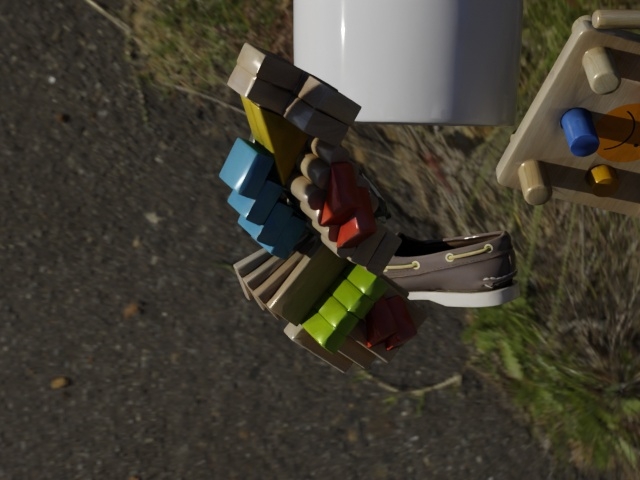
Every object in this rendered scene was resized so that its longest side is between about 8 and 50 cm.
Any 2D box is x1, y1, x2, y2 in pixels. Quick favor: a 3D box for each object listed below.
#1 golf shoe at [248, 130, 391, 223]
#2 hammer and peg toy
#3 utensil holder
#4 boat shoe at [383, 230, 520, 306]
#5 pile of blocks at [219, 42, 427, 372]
[{"bbox_3d":[0.003,-0.074,1.276,0.105,0.273,0.120,-12,76,16],"label":"golf shoe"},{"bbox_3d":[0.394,-0.181,1.465,0.266,0.361,0.127,12,42,-13],"label":"hammer and peg toy"},{"bbox_3d":[0.118,-0.349,1.621,0.328,0.327,0.385,3,96,14],"label":"utensil holder"},{"bbox_3d":[0.120,0.034,1.690,0.325,0.117,0.096,1,105,28],"label":"boat shoe"},{"bbox_3d":[0.000,0.000,1.082,0.149,0.362,0.113,-32,35,-13],"label":"pile of blocks"}]
